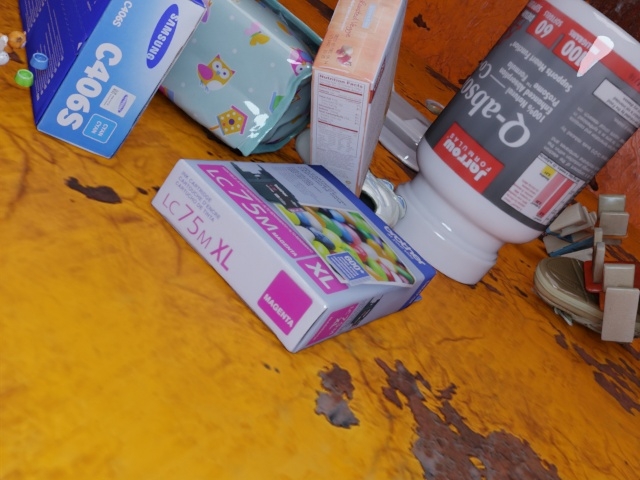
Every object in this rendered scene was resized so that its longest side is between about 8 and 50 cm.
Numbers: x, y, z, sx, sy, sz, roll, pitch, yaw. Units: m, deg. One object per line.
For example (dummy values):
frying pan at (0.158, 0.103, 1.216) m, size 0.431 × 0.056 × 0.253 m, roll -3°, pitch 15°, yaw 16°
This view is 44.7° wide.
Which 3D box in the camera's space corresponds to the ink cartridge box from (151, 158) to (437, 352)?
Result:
ink cartridge box at (0.000, 0.000, 0.764) m, size 0.186 × 0.065 × 0.311 m, roll 44°, pitch 19°, yaw 18°

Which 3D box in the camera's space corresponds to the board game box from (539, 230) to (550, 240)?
board game box at (0.517, 0.010, 1.653) m, size 0.186 × 0.026 × 0.126 m, roll 42°, pitch 21°, yaw 12°

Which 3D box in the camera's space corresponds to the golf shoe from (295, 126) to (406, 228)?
golf shoe at (0.029, -0.080, 0.980) m, size 0.176 × 0.069 × 0.086 m, roll 41°, pitch 26°, yaw 13°

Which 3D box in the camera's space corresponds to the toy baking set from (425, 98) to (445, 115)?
toy baking set at (0.303, -0.238, 1.593) m, size 0.197 × 0.030 × 0.256 m, roll 30°, pitch 11°, yaw -1°

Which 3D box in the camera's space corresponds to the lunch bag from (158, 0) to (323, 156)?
lunch bag at (-0.098, -0.224, 0.947) m, size 0.223 × 0.160 × 0.262 m, roll 40°, pitch 16°, yaw 1°

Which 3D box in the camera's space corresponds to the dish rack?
dish rack at (0.145, -0.253, 1.548) m, size 0.333 × 0.072 × 0.285 m, roll 44°, pitch 22°, yaw 21°

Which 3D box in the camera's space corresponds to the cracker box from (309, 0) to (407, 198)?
cracker box at (0.040, -0.168, 0.867) m, size 0.067 × 0.232 × 0.155 m, roll 17°, pitch 63°, yaw 6°

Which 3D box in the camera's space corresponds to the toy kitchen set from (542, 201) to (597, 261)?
toy kitchen set at (0.471, 0.039, 1.439) m, size 0.207 × 0.122 × 0.166 m, roll 14°, pitch 57°, yaw -52°

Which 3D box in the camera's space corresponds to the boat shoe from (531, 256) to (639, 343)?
boat shoe at (0.428, 0.108, 1.228) m, size 0.285 × 0.089 × 0.104 m, roll 22°, pitch 40°, yaw -29°

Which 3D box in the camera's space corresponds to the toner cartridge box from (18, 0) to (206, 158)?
toner cartridge box at (-0.222, -0.242, 0.768) m, size 0.075 × 0.165 × 0.348 m, roll 22°, pitch 25°, yaw -36°

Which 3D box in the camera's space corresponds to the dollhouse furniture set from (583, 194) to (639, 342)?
dollhouse furniture set at (0.521, 0.056, 1.136) m, size 0.259 × 0.135 × 0.262 m, roll 2°, pitch 32°, yaw 16°

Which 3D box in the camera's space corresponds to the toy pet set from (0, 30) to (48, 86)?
toy pet set at (-0.278, -0.159, 0.596) m, size 0.114 × 0.065 × 0.122 m, roll 24°, pitch 38°, yaw -11°

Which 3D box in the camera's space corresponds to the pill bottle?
pill bottle at (0.259, -0.128, 1.028) m, size 0.210 × 0.363 × 0.210 m, roll 33°, pitch 20°, yaw -14°
